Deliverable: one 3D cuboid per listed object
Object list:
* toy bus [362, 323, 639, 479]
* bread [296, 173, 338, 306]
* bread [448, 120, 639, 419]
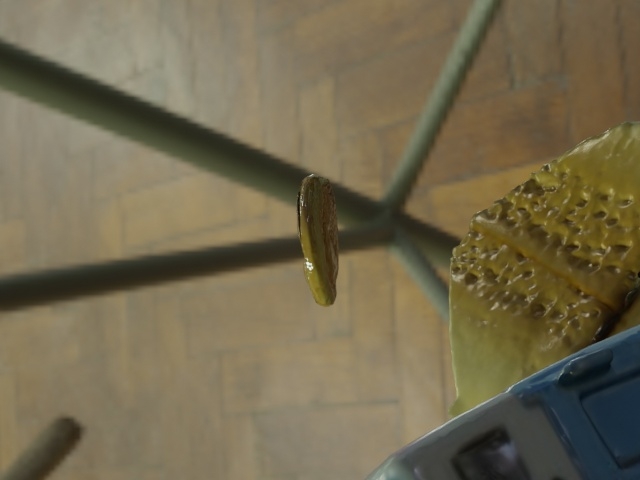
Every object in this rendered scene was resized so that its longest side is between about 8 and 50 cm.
[{"bbox_3d":[0.109,0.168,0.405,0.297,0.131,0.106,61,146,18],"label":"toy bus"},{"bbox_3d":[0.000,0.000,1.403,0.110,0.024,0.110,-7,-90,-81],"label":"bread"},{"bbox_3d":[0.185,0.063,0.895,0.224,0.183,0.211,-22,45,37],"label":"bread"}]
